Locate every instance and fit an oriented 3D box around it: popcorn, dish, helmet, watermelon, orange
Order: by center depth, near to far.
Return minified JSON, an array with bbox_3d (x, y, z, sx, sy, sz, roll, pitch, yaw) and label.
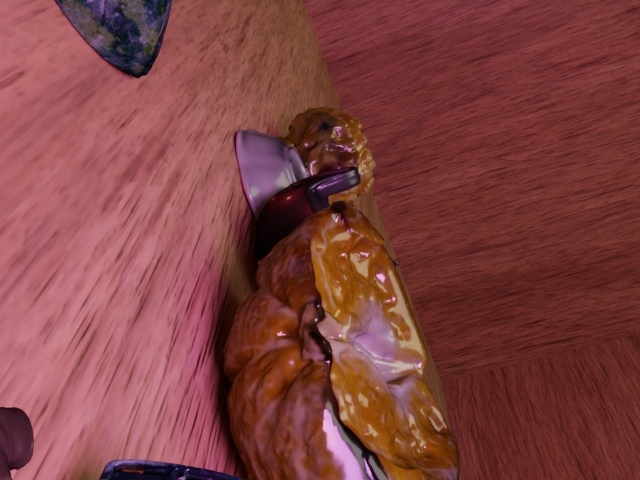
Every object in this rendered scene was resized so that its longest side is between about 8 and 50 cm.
[{"bbox_3d":[-0.190,-0.284,0.640,0.202,0.136,0.207,-83,169,-50],"label":"watermelon"},{"bbox_3d":[0.012,0.161,0.682,0.271,0.210,0.368,27,41,-44],"label":"orange"},{"bbox_3d":[0.000,0.000,0.914,0.216,0.193,0.189,-74,143,-77],"label":"helmet"},{"bbox_3d":[-0.063,-0.098,1.047,0.229,0.081,0.229,-16,90,-79],"label":"dish"},{"bbox_3d":[0.007,-0.161,1.234,0.169,0.189,0.218,63,7,-68],"label":"popcorn"}]

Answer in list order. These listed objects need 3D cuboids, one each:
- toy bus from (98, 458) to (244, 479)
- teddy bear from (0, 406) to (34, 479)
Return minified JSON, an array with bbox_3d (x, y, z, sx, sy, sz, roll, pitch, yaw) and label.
[{"bbox_3d":[-0.099,0.226,0.318,0.201,0.098,0.114,-83,-178,-63],"label":"toy bus"},{"bbox_3d":[-0.165,0.116,0.267,0.119,0.078,0.160,9,66,-73],"label":"teddy bear"}]
